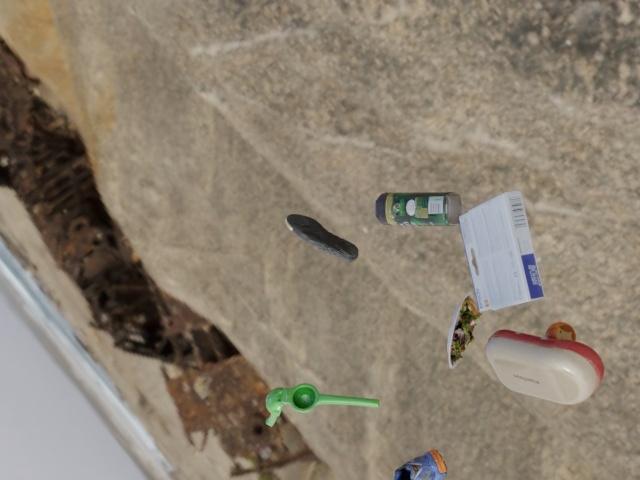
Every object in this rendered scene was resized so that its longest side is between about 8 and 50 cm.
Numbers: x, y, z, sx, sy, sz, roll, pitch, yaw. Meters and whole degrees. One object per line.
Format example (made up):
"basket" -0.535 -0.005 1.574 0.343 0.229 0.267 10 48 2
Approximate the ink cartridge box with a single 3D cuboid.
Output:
"ink cartridge box" 0.368 0.027 1.820 0.224 0.045 0.223 148 112 -72

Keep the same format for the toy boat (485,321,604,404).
"toy boat" 0.452 0.222 1.743 0.231 0.151 0.151 8 138 49

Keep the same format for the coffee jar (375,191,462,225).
"coffee jar" 0.220 -0.071 2.008 0.184 0.096 0.079 2 92 33

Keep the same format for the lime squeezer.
"lime squeezer" -0.035 0.319 1.696 0.310 0.058 0.110 -21 121 42

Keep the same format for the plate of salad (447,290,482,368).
"plate of salad" 0.358 0.223 2.190 0.048 0.199 0.199 13 147 21

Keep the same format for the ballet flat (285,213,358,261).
"ballet flat" 0.000 0.000 1.855 0.173 0.057 0.049 30 145 -7

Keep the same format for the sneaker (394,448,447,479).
"sneaker" 0.191 0.521 1.928 0.083 0.087 0.221 65 150 32
